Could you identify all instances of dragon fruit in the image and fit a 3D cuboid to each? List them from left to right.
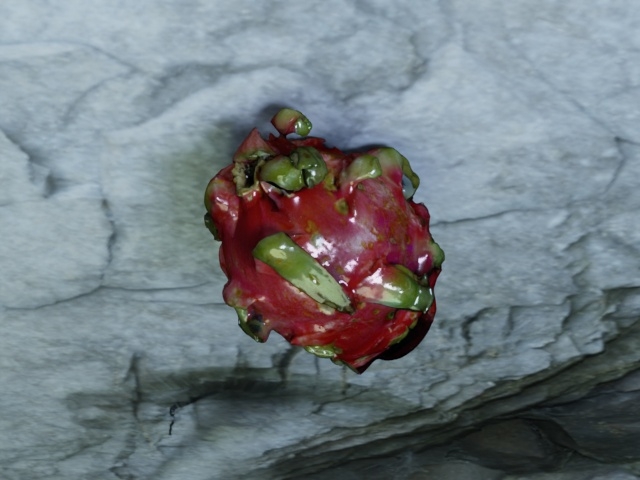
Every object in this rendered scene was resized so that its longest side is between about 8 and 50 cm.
[{"bbox_3d":[0.000,0.000,1.277,0.166,0.160,0.172,9,162,48],"label":"dragon fruit"}]
